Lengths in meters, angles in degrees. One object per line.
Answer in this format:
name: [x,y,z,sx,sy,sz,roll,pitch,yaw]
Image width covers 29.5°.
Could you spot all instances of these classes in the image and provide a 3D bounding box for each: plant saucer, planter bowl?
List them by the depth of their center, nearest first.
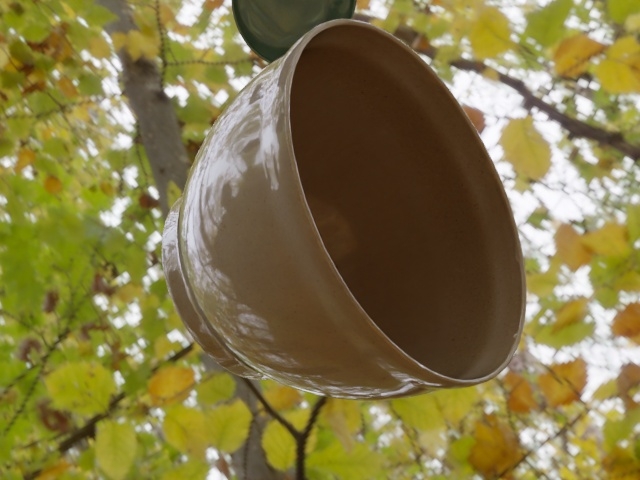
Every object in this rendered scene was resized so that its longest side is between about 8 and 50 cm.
planter bowl: [0.000,0.000,0.532,0.109,0.162,0.162,-24,-46,33]
plant saucer: [-0.024,-0.197,0.965,0.119,0.021,0.119,-10,-72,-33]
